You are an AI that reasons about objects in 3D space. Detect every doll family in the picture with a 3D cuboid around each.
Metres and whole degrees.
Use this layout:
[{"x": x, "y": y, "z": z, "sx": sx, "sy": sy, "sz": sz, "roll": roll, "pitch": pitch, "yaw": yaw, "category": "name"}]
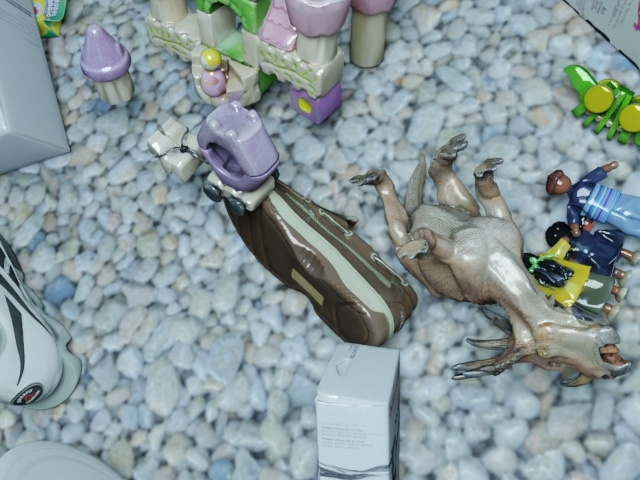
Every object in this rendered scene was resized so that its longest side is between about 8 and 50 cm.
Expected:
[{"x": 0.252, "y": 0.013, "z": 0.602, "sx": 0.111, "sy": 0.076, "sz": 0.193, "roll": 27, "pitch": 77, "yaw": 21, "category": "doll family"}]

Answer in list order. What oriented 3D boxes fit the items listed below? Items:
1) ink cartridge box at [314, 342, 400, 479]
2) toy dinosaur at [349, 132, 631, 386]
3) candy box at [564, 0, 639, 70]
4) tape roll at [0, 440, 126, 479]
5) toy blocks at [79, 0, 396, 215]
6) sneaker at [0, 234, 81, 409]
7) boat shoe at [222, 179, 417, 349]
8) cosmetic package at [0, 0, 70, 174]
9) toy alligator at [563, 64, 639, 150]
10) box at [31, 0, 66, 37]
[{"x": 0.038, "y": 0.184, "z": 0.547, "sx": 0.063, "sy": 0.109, "sz": 0.150, "roll": 2, "pitch": 106, "yaw": 12, "category": "ink cartridge box"}, {"x": 0.133, "y": 0.023, "z": 0.583, "sx": 0.127, "sy": 0.200, "sz": 0.296, "roll": -29, "pitch": 29, "yaw": -2, "category": "toy dinosaur"}, {"x": 0.300, "y": -0.309, "z": 0.627, "sx": 0.071, "sy": 0.159, "sz": 0.233, "roll": -36, "pitch": 72, "yaw": 2, "category": "candy box"}, {"x": -0.249, "y": 0.326, "z": 0.529, "sx": 0.169, "sy": 0.246, "sz": 0.246, "roll": -42, "pitch": 72, "yaw": -2, "category": "tape roll"}, {"x": -0.096, "y": -0.257, "z": 0.597, "sx": 0.288, "sy": 0.260, "sz": 0.309, "roll": 30, "pitch": 62, "yaw": 16, "category": "toy blocks"}, {"x": -0.420, "y": 0.056, "z": 0.689, "sx": 0.330, "sy": 0.146, "sz": 0.122, "roll": 38, "pitch": 87, "yaw": 19, "category": "sneaker"}, {"x": -0.002, "y": 0.005, "z": 0.656, "sx": 0.095, "sy": 0.095, "sz": 0.257, "roll": -30, "pitch": 67, "yaw": -34, "category": "boat shoe"}, {"x": -0.466, "y": -0.190, "z": 0.744, "sx": 0.224, "sy": 0.138, "sz": 0.225, "roll": -16, "pitch": 85, "yaw": 7, "category": "cosmetic package"}, {"x": 0.330, "y": -0.119, "z": 0.631, "sx": 0.189, "sy": 0.056, "sz": 0.051, "roll": 35, "pitch": 127, "yaw": 16, "category": "toy alligator"}, {"x": -0.427, "y": -0.334, "z": 0.844, "sx": 0.179, "sy": 0.043, "sz": 0.105, "roll": -1, "pitch": 75, "yaw": 13, "category": "box"}]
